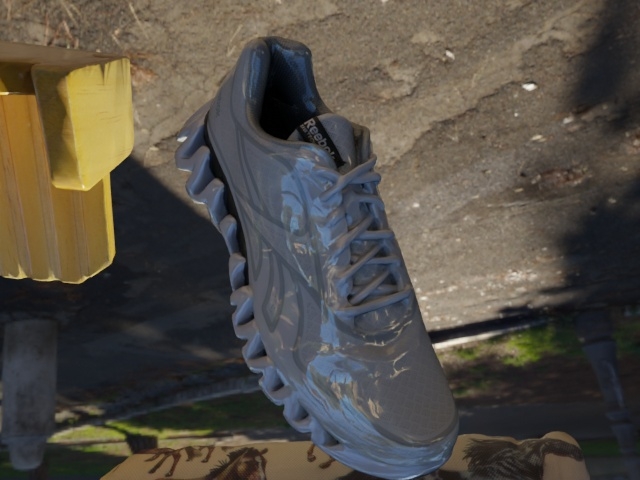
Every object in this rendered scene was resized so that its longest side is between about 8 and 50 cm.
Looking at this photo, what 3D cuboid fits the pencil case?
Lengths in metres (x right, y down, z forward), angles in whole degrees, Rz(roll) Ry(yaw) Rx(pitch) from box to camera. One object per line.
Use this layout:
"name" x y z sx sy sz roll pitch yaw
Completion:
"pencil case" 0.030 0.253 0.502 0.411 0.159 0.183 -3 125 0

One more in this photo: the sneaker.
"sneaker" 0.000 0.000 0.372 0.110 0.292 0.118 -11 153 -40

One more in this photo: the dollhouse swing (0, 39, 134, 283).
"dollhouse swing" -0.392 -0.051 0.617 0.347 0.304 0.315 6 -161 -7
